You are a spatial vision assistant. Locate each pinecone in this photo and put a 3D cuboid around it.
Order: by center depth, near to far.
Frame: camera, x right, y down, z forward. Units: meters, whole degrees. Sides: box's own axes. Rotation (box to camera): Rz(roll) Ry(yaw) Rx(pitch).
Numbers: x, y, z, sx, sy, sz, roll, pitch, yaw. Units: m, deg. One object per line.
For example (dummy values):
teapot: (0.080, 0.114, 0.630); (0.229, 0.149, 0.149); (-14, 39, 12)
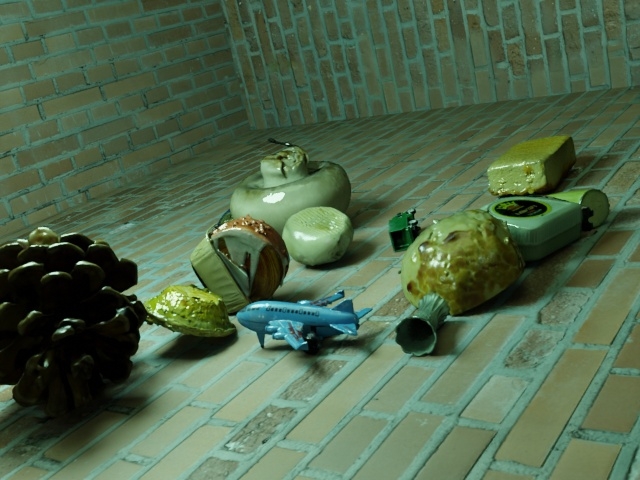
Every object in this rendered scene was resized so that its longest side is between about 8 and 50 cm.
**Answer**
pinecone: (-0.499, 0.181, 1.542); (0.385, 0.384, 0.384); (-12, 17, 4)

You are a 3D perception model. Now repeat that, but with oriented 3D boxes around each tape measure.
tape measure: (0.476, -0.032, 1.827); (0.235, 0.115, 0.207); (-22, 24, -37)

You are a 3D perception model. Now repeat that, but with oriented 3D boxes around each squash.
squash: (0.591, -0.081, 1.948); (0.094, 0.094, 0.224); (-22, 14, -28)

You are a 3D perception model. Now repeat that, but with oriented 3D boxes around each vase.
vase: (0.199, 0.152, 1.501); (0.081, 0.081, 0.149); (-5, 16, 24)

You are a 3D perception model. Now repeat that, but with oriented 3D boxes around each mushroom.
mushroom: (-0.094, -0.152, 2.311); (0.362, 0.294, 0.362); (-10, 18, 3)

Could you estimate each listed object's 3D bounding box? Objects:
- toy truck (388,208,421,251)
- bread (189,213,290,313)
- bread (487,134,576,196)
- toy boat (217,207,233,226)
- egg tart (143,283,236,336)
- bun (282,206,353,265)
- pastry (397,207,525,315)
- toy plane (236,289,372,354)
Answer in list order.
toy truck: (0.223, -0.028, 2.072); (0.079, 0.065, 0.147); (-13, 18, 11)
bread: (-0.180, 0.055, 1.835); (0.212, 0.224, 0.142); (-30, 9, 25)
bread: (0.616, -0.213, 2.298); (0.185, 0.114, 0.275); (-5, 17, 36)
toy boat: (-0.293, -0.058, 2.583); (0.080, 0.045, 0.229); (-14, 17, -1)
egg tart: (-0.284, 0.151, 1.728); (0.213, 0.090, 0.212); (14, 8, -2)
bun: (0.000, 0.000, 2.056); (0.178, 0.127, 0.193); (-23, 31, -28)
pastry: (0.284, 0.031, 1.652); (0.256, 0.170, 0.237); (-21, 16, 1)
toy plane: (-0.040, 0.164, 1.589); (0.271, 0.105, 0.254); (-8, 17, 21)
